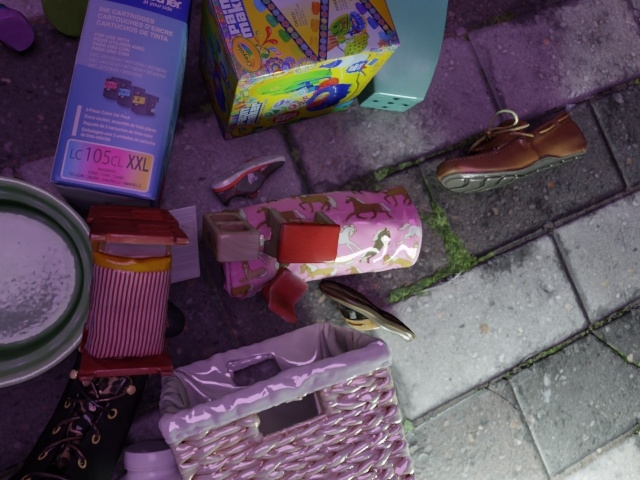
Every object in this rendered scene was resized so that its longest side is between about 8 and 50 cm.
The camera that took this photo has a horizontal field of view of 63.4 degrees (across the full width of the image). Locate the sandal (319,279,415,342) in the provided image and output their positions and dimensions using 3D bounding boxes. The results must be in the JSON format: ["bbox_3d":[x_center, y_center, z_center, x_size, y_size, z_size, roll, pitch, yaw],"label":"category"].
[{"bbox_3d":[0.087,0.150,1.024,0.219,0.090,0.060,32,98,-15],"label":"sandal"}]

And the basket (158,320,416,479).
[{"bbox_3d":[-0.062,0.308,0.833,0.329,0.331,0.266,-16,92,-16],"label":"basket"}]

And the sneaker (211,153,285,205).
[{"bbox_3d":[-0.135,-0.118,1.016,0.158,0.061,0.064,-28,117,-15],"label":"sneaker"}]

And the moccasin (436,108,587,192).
[{"bbox_3d":[0.409,-0.201,1.115,0.380,0.139,0.146,-19,87,-16],"label":"moccasin"}]

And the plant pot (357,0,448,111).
[{"bbox_3d":[0.152,-0.397,1.070,0.166,0.165,0.234,3,89,-14],"label":"plant pot"}]

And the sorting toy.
[{"bbox_3d":[-0.448,-0.480,0.971,0.366,0.127,0.126,-32,62,-14],"label":"sorting toy"}]

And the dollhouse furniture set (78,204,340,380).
[{"bbox_3d":[-0.146,0.065,0.759,0.374,0.152,0.201,1,107,-25],"label":"dollhouse furniture set"}]

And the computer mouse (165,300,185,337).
[{"bbox_3d":[-0.359,0.112,0.925,0.242,0.041,0.071,22,78,-10],"label":"computer mouse"}]

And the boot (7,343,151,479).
[{"bbox_3d":[-0.348,0.282,0.741,0.138,0.377,0.284,18,73,-3],"label":"boot"}]

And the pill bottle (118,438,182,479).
[{"bbox_3d":[-0.278,0.451,0.857,0.121,0.121,0.216,-1,82,-15],"label":"pill bottle"}]

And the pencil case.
[{"bbox_3d":[0.000,0.000,0.973,0.387,0.167,0.160,-10,66,-14],"label":"pencil case"}]

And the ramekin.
[{"bbox_3d":[-0.495,0.059,0.792,0.304,0.148,0.303,0,89,-24],"label":"ramekin"}]

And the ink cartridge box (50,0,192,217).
[{"bbox_3d":[-0.313,-0.241,0.866,0.151,0.270,0.395,8,80,-17],"label":"ink cartridge box"}]

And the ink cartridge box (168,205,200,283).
[{"bbox_3d":[-0.285,0.010,0.887,0.146,0.179,0.045,-14,48,-22],"label":"ink cartridge box"}]

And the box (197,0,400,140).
[{"bbox_3d":[-0.059,-0.338,0.935,0.279,0.290,0.176,-18,88,-15],"label":"box"}]
